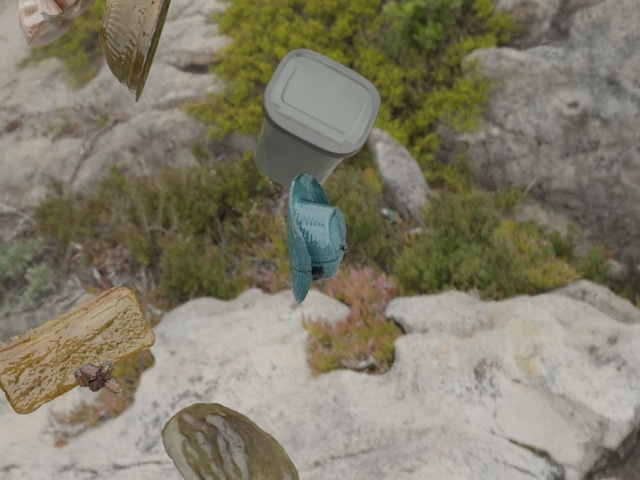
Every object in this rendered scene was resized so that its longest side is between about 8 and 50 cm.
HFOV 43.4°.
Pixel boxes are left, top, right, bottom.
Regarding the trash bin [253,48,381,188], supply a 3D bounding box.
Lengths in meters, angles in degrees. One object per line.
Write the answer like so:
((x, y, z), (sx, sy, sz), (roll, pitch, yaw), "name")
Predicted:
((-0.023, -0.232, 1.659), (0.219, 0.250, 0.219), (28, 64, -4), "trash bin")

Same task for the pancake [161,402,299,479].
((-0.115, 0.320, 1.142), (0.050, 0.242, 0.242), (-50, 39, 18), "pancake")

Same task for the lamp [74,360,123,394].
((-0.356, 0.217, 1.274), (0.083, 0.063, 0.031), (0, 31, 28), "lamp")

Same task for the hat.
((0.000, 0.000, 1.119), (0.077, 0.191, 0.138), (5, 33, 11), "hat")

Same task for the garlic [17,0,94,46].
((-0.460, -0.417, 1.406), (0.174, 0.124, 0.099), (-40, 74, -3), "garlic")

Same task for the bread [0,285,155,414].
((-0.432, 0.185, 1.399), (0.271, 0.139, 0.077), (-30, 15, -20), "bread")

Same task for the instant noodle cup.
((-0.307, -0.374, 1.339), (0.090, 0.274, 0.274), (18, 46, -12), "instant noodle cup")
